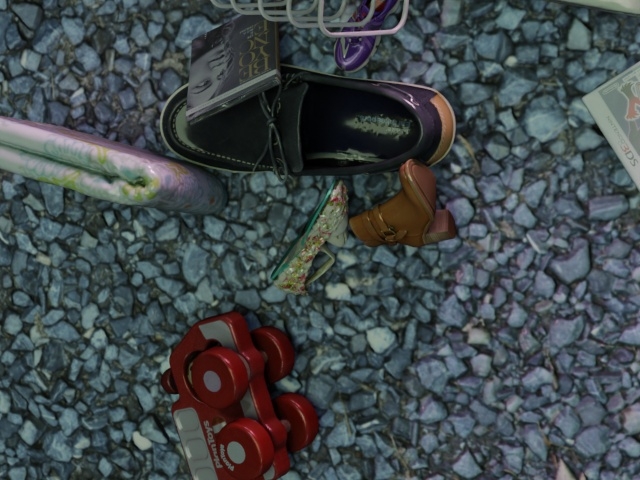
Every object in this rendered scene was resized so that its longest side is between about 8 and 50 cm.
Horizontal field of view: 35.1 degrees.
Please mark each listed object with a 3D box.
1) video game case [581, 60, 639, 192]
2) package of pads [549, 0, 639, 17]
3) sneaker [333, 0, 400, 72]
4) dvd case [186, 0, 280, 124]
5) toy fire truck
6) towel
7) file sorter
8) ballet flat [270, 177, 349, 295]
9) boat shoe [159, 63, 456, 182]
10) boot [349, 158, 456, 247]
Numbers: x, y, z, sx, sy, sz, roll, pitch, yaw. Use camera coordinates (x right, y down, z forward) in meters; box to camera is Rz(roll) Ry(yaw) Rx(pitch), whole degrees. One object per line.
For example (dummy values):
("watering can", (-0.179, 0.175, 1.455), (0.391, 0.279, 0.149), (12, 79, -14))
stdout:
("video game case", (0.530, -0.193, 1.532), (0.201, 0.023, 0.183), (-33, 88, 17))
("package of pads", (0.356, -0.473, 1.502), (0.296, 0.101, 0.229), (14, 102, 13))
("sneaker", (0.069, -0.350, 1.618), (0.068, 0.071, 0.170), (31, 105, 10))
("dvd case", (-0.141, -0.290, 1.631), (0.164, 0.221, 0.018), (-22, 133, 18))
("toy fire truck", (-0.168, 0.283, 1.740), (0.253, 0.169, 0.302), (-18, 92, 36))
("towel", (-0.369, -0.120, 1.647), (0.374, 0.320, 0.090), (16, 96, 14))
("file sorter", (-0.020, -0.415, 1.514), (0.277, 0.192, 0.173), (25, 117, 42))
("ballet flat", (0.000, 0.000, 1.672), (0.077, 0.091, 0.241), (31, 125, -5))
("boat shoe", (-0.038, -0.190, 1.629), (0.500, 0.156, 0.187), (5, 101, 17))
("boot", (0.115, -0.046, 1.598), (0.152, 0.197, 0.073), (-8, 51, 23))
